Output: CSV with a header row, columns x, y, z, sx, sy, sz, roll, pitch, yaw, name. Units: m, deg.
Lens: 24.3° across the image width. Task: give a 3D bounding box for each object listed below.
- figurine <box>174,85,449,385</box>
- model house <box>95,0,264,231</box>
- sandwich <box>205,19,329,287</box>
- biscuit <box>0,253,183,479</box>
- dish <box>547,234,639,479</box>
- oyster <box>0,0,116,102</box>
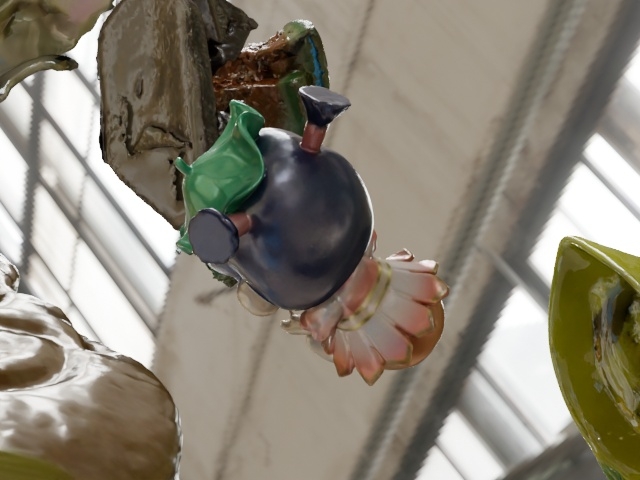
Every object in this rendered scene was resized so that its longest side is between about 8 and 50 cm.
x,y,z,sx,sy,sz,roll,pitch,yaw,name
0.000,0.000,0.804,0.195,0.102,0.111,39,-110,-38,figurine
-0.084,-0.102,1.146,0.141,0.203,0.164,-2,-3,39,model house
-0.066,-0.083,1.275,0.159,0.079,0.235,34,-82,-20,sandwich
-0.227,0.034,0.505,0.350,0.394,0.070,-30,-47,-65,biscuit
0.229,0.085,0.997,0.080,0.207,0.149,-16,-9,-23,dish
-0.104,-0.105,0.448,0.209,0.072,0.133,-47,-33,1,oyster
